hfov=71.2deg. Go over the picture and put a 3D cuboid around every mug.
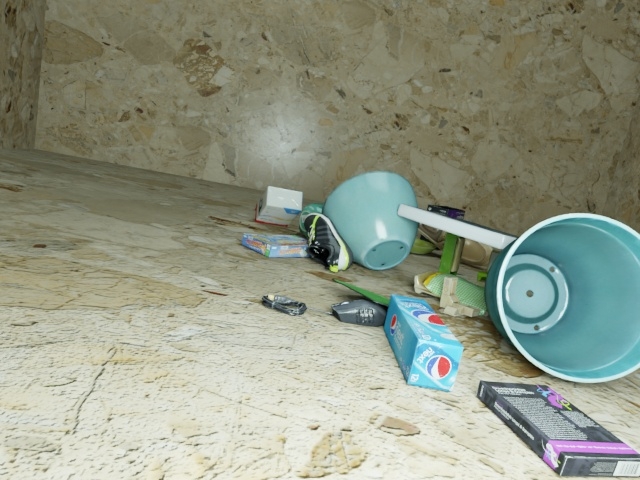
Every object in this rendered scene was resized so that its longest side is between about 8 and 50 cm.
[{"bbox_3d":[-0.021,-0.058,1.599,0.098,0.157,0.129,-1,40,-40],"label":"mug"}]

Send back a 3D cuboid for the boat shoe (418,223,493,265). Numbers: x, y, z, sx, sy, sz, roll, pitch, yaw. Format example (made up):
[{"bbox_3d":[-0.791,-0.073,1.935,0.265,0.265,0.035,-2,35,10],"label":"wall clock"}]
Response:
[{"bbox_3d":[0.500,-0.003,1.736,0.341,0.121,0.110,32,14,38],"label":"boat shoe"}]

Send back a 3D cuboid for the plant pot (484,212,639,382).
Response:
[{"bbox_3d":[0.433,0.101,0.843,0.272,0.271,0.255,12,-4,5],"label":"plant pot"}]

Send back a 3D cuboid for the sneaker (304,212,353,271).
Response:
[{"bbox_3d":[0.000,0.000,1.248,0.097,0.084,0.234,-10,40,-32],"label":"sneaker"}]

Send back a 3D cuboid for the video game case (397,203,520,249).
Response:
[{"bbox_3d":[0.413,-0.020,1.150,0.300,0.036,0.329,10,10,-36],"label":"video game case"}]

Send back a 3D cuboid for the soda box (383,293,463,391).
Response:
[{"bbox_3d":[0.156,0.154,0.716,0.067,0.071,0.210,10,10,-4],"label":"soda box"}]

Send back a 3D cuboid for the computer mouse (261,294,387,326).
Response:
[{"bbox_3d":[0.012,0.120,0.836,0.242,0.041,0.071,9,11,-9],"label":"computer mouse"}]

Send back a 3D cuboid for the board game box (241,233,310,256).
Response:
[{"bbox_3d":[-0.107,0.014,1.305,0.201,0.035,0.136,1,14,-45],"label":"board game box"}]

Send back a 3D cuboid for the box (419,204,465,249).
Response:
[{"bbox_3d":[0.558,-0.061,2.036,0.103,0.184,0.261,20,13,31],"label":"box"}]

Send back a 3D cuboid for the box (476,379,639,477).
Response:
[{"bbox_3d":[0.292,0.232,0.565,0.116,0.029,0.162,9,11,-15],"label":"box"}]

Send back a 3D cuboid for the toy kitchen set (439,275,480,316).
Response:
[{"bbox_3d":[0.311,0.129,1.016,0.068,0.075,0.083,0,11,-43],"label":"toy kitchen set"}]

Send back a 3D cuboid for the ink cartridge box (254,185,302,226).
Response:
[{"bbox_3d":[-0.167,-0.117,1.695,0.134,0.077,0.231,8,-20,-19],"label":"ink cartridge box"}]

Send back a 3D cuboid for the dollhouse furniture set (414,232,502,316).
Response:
[{"bbox_3d":[0.397,0.075,1.190,0.198,0.151,0.302,17,12,30],"label":"dollhouse furniture set"}]

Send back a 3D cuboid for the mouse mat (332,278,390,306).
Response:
[{"bbox_3d":[0.123,0.121,0.922,0.153,0.007,0.190,22,-1,-27],"label":"mouse mat"}]

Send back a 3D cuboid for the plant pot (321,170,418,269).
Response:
[{"bbox_3d":[0.166,-0.029,1.306,0.291,0.290,0.195,7,45,-24],"label":"plant pot"}]

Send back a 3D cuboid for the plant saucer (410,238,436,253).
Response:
[{"bbox_3d":[0.343,0.013,1.801,0.241,0.037,0.241,11,11,-2],"label":"plant saucer"}]
